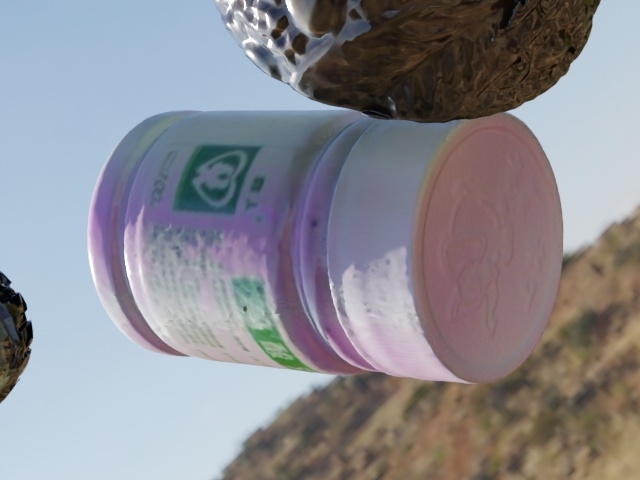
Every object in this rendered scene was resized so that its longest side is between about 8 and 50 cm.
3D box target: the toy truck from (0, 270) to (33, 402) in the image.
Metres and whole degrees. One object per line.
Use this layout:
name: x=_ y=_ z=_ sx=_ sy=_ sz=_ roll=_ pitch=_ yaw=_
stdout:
toy truck: x=-0.213 y=0.098 z=0.747 sx=0.113 sy=0.126 sz=0.208 roll=-61 pitch=-3 yaw=-71

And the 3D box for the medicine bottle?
medicine bottle: x=0.000 y=0.000 z=1.419 sx=0.325 sy=0.212 sz=0.212 roll=3 pitch=26 yaw=37

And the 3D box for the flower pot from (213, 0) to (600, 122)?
flower pot: x=0.068 y=-0.253 z=1.116 sx=0.266 sy=0.267 sz=0.267 roll=-38 pitch=-27 yaw=-38
